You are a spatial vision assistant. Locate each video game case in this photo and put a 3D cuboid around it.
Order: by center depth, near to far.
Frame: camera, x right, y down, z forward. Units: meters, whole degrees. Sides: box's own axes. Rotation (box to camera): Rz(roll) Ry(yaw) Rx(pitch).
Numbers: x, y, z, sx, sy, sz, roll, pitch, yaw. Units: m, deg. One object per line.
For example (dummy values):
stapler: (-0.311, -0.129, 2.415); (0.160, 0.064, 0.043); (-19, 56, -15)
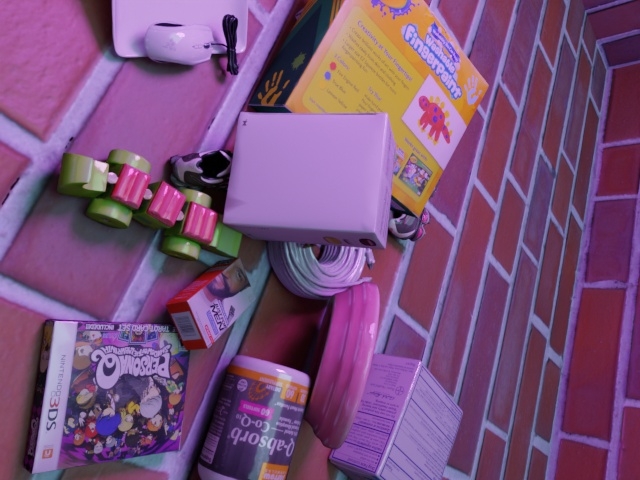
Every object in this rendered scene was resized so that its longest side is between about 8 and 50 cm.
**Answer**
video game case: (-0.318, 0.233, 0.791); (0.232, 0.041, 0.210); (14, 78, -45)

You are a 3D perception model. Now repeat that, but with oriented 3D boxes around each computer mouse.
computer mouse: (-0.213, -0.338, 0.880); (0.193, 0.042, 0.106); (-24, 133, -45)

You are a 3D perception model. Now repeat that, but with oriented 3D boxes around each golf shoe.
golf shoe: (-0.172, -0.127, 0.922); (0.198, 0.093, 0.077); (-15, 98, -47)
golf shoe: (0.243, -0.136, 1.351); (0.120, 0.105, 0.273); (22, 72, -36)

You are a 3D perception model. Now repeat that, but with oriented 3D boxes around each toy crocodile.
toy crocodile: (-0.256, -0.052, 0.821); (0.340, 0.105, 0.115); (31, 67, -42)

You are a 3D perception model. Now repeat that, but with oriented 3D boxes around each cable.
cable: (0.000, 0.000, 1.101); (0.257, 0.089, 0.257); (-17, 100, -45)

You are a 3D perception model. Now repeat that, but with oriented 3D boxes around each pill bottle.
pill bottle: (-0.124, 0.360, 0.904); (0.162, 0.162, 0.279); (31, 66, -41)

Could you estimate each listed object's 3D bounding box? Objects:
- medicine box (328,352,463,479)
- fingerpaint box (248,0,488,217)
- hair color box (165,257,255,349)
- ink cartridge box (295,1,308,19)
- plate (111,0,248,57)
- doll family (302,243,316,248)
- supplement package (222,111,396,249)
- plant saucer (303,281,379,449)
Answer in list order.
medicine box: (0.196, 0.474, 1.241); (0.263, 0.149, 0.289); (51, 55, -32)
fingerpaint box: (0.125, -0.323, 1.111); (0.444, 0.163, 0.371); (32, 84, -37)
hair color box: (-0.187, 0.107, 0.892); (0.167, 0.053, 0.093); (-49, 124, -58)
ink cartridge box: (0.117, -0.495, 1.254); (0.324, 0.071, 0.330); (-56, 129, -31)
plate: (-0.233, -0.457, 0.844); (0.278, 0.045, 0.277); (-24, 133, -44)
doll family: (0.031, -0.049, 1.023); (0.193, 0.076, 0.112); (-7, 89, -50)
supplement package: (-0.012, -0.103, 0.891); (0.145, 0.261, 0.204); (40, 55, -71)
plant saucer: (0.033, 0.238, 1.017); (0.084, 0.332, 0.332); (16, 73, -1)
